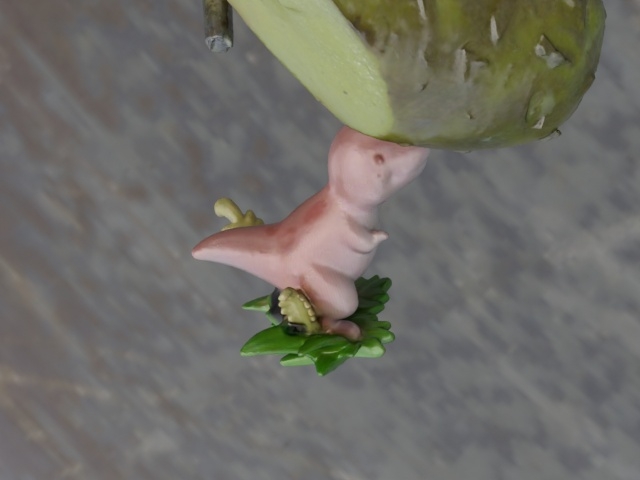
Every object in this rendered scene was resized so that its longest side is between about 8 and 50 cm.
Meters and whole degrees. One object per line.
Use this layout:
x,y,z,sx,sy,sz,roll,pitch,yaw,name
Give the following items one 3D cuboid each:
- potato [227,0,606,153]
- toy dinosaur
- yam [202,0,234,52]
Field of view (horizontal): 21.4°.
0.048,-0.156,1.083,0.298,0.176,0.141,22,159,-19,potato
-0.002,0.004,1.300,0.194,0.152,0.177,-6,121,14,toy dinosaur
-0.091,-0.242,1.379,0.027,0.029,0.234,100,166,-50,yam
